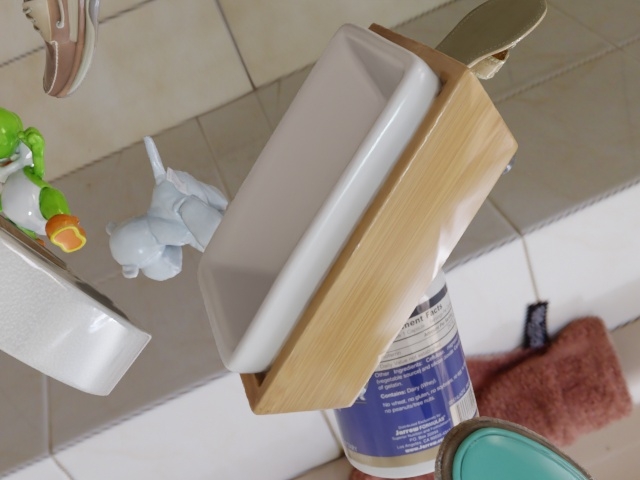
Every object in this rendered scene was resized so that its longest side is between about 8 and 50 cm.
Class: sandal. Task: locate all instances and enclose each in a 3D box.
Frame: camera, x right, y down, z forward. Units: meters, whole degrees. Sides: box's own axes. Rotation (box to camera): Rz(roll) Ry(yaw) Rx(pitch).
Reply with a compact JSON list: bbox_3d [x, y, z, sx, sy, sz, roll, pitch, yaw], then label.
[{"bbox_3d":[0.219,-0.262,1.282,0.240,0.088,0.079,-35,148,1],"label":"sandal"}]

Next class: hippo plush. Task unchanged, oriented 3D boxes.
[{"bbox_3d":[-0.305,-0.005,1.814,0.236,0.234,0.294,-41,146,8],"label":"hippo plush"}]

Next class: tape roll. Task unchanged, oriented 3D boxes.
[{"bbox_3d":[-0.324,-0.004,0.786,0.392,0.392,0.072,43,80,-34],"label":"tape roll"}]

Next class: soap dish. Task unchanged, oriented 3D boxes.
[{"bbox_3d":[0.020,-0.024,0.729,0.118,0.229,0.290,26,102,-22],"label":"soap dish"}]

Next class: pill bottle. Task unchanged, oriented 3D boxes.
[{"bbox_3d":[0.069,0.100,0.941,0.153,0.153,0.264,-17,104,-7],"label":"pill bottle"}]

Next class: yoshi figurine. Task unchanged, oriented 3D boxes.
[{"bbox_3d":[-0.612,-0.126,1.763,0.204,0.362,0.203,-14,152,-33],"label":"yoshi figurine"}]

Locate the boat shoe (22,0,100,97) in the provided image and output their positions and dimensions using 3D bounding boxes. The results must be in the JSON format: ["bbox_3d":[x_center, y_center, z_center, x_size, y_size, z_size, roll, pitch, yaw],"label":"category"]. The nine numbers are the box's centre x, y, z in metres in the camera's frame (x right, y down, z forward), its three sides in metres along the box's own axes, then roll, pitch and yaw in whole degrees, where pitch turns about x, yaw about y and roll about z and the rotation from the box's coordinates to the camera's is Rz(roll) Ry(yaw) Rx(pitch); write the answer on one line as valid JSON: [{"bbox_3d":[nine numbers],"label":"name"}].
[{"bbox_3d":[-0.402,-0.371,1.370,0.117,0.123,0.324,1,127,-29],"label":"boat shoe"}]

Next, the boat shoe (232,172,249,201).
[{"bbox_3d":[0.000,0.000,1.340,0.132,0.355,0.130,-35,142,-47],"label":"boat shoe"}]

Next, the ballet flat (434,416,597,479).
[{"bbox_3d":[0.196,0.244,0.673,0.316,0.106,0.107,41,77,-7],"label":"ballet flat"}]
